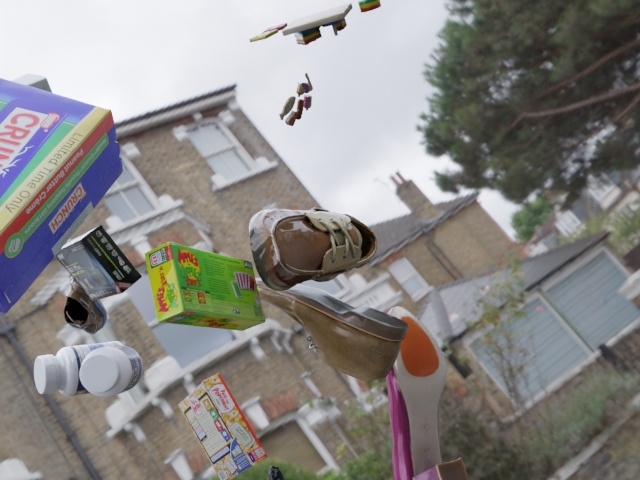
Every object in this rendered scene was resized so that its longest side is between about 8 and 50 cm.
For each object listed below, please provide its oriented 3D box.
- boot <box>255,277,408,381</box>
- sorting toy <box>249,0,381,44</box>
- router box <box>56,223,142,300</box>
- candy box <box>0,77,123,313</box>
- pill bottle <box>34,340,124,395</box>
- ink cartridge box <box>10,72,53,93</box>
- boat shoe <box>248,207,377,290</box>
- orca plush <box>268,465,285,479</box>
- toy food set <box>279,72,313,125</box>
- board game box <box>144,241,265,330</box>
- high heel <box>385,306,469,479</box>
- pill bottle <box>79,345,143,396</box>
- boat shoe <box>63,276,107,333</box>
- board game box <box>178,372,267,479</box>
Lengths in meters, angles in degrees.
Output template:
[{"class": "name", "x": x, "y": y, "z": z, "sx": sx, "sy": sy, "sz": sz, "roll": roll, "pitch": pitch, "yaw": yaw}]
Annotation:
[{"class": "boot", "x": -0.006, "y": 0.144, "z": 1.277, "sx": 0.112, "sy": 0.305, "sz": 0.115, "roll": -1, "pitch": -71, "yaw": -58}, {"class": "sorting toy", "x": -0.009, "y": -0.445, "z": 1.569, "sx": 0.275, "sy": 0.046, "sz": 0.132, "roll": -12, "pitch": 23, "yaw": 16}, {"class": "router box", "x": -0.313, "y": 0.034, "z": 1.046, "sx": 0.122, "sy": 0.092, "sz": 0.038, "roll": -16, "pitch": 23, "yaw": 52}, {"class": "candy box", "x": -0.461, "y": -0.086, "z": 0.951, "sx": 0.122, "sy": 0.317, "sz": 0.268, "roll": 95, "pitch": -163, "yaw": -49}, {"class": "pill bottle", "x": -0.540, "y": 0.292, "z": 1.693, "sx": 0.187, "sy": 0.112, "sz": 0.112, "roll": -2, "pitch": -37, "yaw": -37}, {"class": "ink cartridge box", "x": -0.512, "y": -0.182, "z": 1.298, "sx": 0.127, "sy": 0.072, "sz": 0.175, "roll": -35, "pitch": -53, "yaw": -32}, {"class": "boat shoe", "x": 0.000, "y": 0.000, "z": 1.122, "sx": 0.120, "sy": 0.122, "sz": 0.324, "roll": -16, "pitch": -4, "yaw": 20}, {"class": "orca plush", "x": -0.044, "y": 0.366, "z": 0.954, "sx": 0.151, "sy": 0.102, "sz": 0.287, "roll": -59, "pitch": 20, "yaw": 6}, {"class": "toy food set", "x": -0.043, "y": -0.288, "z": 1.578, "sx": 0.122, "sy": 0.019, "sz": 0.078, "roll": -63, "pitch": -24, "yaw": -18}, {"class": "board game box", "x": -0.148, "y": 0.065, "z": 0.987, "sx": 0.043, "sy": 0.092, "sz": 0.181, "roll": -24, "pitch": -20, "yaw": 23}, {"class": "high heel", "x": 0.150, "y": 0.319, "z": 1.369, "sx": 0.127, "sy": 0.377, "sz": 0.181, "roll": 6, "pitch": -31, "yaw": -28}, {"class": "pill bottle", "x": -0.398, "y": 0.247, "z": 1.418, "sx": 0.094, "sy": 0.094, "sz": 0.169, "roll": -37, "pitch": -4, "yaw": -5}, {"class": "boat shoe", "x": -0.457, "y": 0.132, "z": 1.428, "sx": 0.183, "sy": 0.066, "sz": 0.066, "roll": 96, "pitch": -166, "yaw": -50}, {"class": "board game box", "x": -0.204, "y": 0.387, "z": 1.531, "sx": 0.045, "sy": 0.193, "sz": 0.147, "roll": -22, "pitch": -15, "yaw": -41}]
